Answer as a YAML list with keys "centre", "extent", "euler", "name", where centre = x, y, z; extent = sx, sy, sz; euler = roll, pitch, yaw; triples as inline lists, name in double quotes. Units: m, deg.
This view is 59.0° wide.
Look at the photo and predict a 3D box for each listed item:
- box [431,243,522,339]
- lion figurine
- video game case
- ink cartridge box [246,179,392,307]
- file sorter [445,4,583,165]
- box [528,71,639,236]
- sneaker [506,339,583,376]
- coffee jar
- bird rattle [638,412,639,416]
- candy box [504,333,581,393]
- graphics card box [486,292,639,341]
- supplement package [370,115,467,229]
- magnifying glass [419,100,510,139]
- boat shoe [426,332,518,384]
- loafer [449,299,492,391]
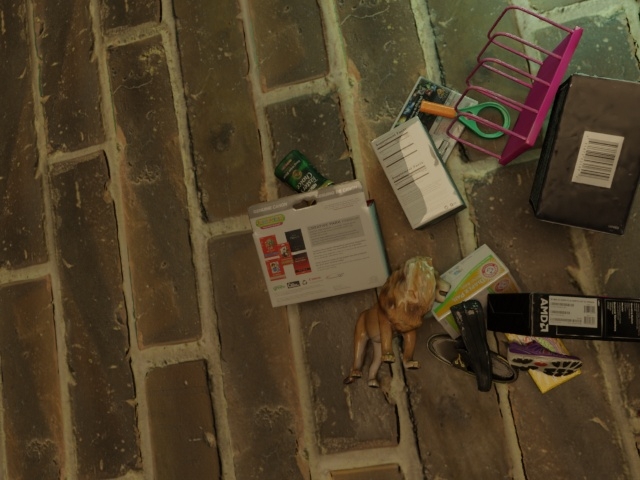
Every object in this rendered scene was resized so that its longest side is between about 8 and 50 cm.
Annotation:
- centre: [0.359, 0.124, 1.361]
  extent: [0.203, 0.114, 0.103]
  euler: [-37, 43, 8]
  name: "box"
- centre: [0.153, 0.202, 1.358]
  extent: [0.142, 0.392, 0.240]
  euler: [16, 60, -23]
  name: "lion figurine"
- centre: [0.294, -0.316, 1.497]
  extent: [0.173, 0.022, 0.190]
  euler: [29, 92, 16]
  name: "video game case"
- centre: [0.000, 0.000, 1.443]
  extent: [0.309, 0.130, 0.272]
  euler: [-12, 100, 13]
  name: "ink cartridge box"
- centre: [0.441, -0.363, 1.337]
  extent: [0.182, 0.202, 0.291]
  euler: [25, 86, 2]
  name: "file sorter"
- centre: [0.582, -0.190, 1.228]
  extent: [0.182, 0.294, 0.297]
  euler: [13, 104, 14]
  name: "box"
- centre: [0.521, 0.266, 1.314]
  extent: [0.169, 0.068, 0.071]
  euler: [10, 47, 4]
  name: "sneaker"
- centre: [-0.032, -0.155, 1.535]
  extent: [0.184, 0.079, 0.096]
  euler: [43, 92, 16]
  name: "coffee jar"
- centre: [0.822, 0.317, 1.227]
  extent: [0.206, 0.143, 0.254]
  euler: [-2, 86, -1]
  name: "bird rattle"
- centre: [0.522, 0.252, 1.363]
  extent: [0.105, 0.027, 0.206]
  euler: [-33, 76, 12]
  name: "candy box"
- centre: [0.570, 0.163, 1.199]
  extent: [0.370, 0.233, 0.094]
  euler: [2, 84, -4]
  name: "graphics card box"
- centre: [0.248, -0.163, 1.418]
  extent: [0.133, 0.139, 0.244]
  euler: [-28, 80, 17]
  name: "supplement package"
- centre: [0.370, -0.321, 1.449]
  extent: [0.230, 0.026, 0.092]
  euler: [13, 90, 5]
  name: "magnifying glass"
- centre: [0.369, 0.285, 1.378]
  extent: [0.227, 0.068, 0.081]
  euler: [18, 89, 16]
  name: "boat shoe"
- centre: [0.346, 0.243, 1.295]
  extent: [0.078, 0.076, 0.223]
  euler: [-10, 103, 13]
  name: "loafer"
